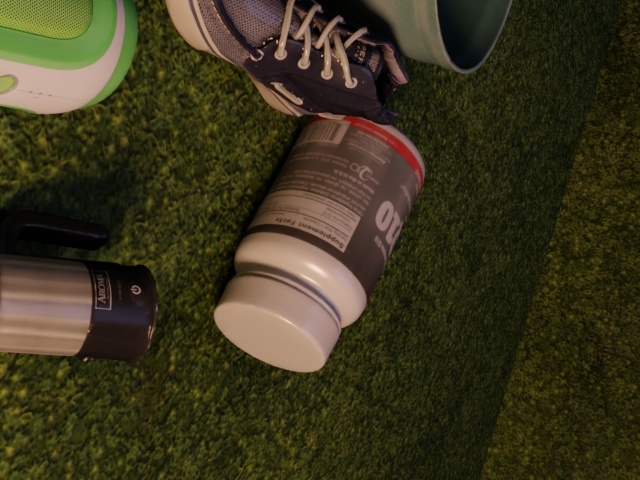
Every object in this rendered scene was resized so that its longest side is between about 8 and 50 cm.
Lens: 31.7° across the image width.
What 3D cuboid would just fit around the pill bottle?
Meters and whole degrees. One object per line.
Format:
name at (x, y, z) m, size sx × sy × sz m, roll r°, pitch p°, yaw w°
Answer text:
pill bottle at (0.000, 0.000, 1.305) m, size 0.283 × 0.161 × 0.161 m, roll -63°, pitch 152°, yaw -28°

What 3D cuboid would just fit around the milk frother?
milk frother at (-0.228, 0.061, 0.939) m, size 0.135 × 0.129 × 0.143 m, roll 8°, pitch 128°, yaw -32°

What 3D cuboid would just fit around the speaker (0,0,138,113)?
speaker at (-0.251, -0.154, 0.713) m, size 0.296 × 0.131 × 0.131 m, roll 1°, pitch 100°, yaw -59°

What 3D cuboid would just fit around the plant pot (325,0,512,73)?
plant pot at (0.101, -0.354, 1.312) m, size 0.293 × 0.196 × 0.293 m, roll -39°, pitch 135°, yaw -53°

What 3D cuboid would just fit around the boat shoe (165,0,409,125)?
boat shoe at (-0.019, -0.217, 1.165) m, size 0.340 × 0.158 × 0.127 m, roll 30°, pitch 74°, yaw -65°
